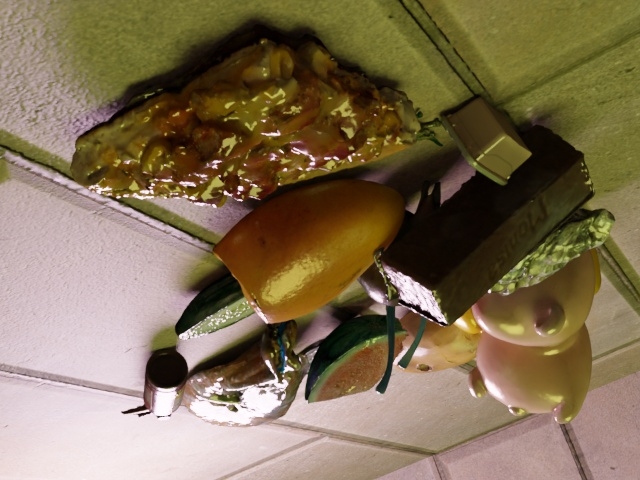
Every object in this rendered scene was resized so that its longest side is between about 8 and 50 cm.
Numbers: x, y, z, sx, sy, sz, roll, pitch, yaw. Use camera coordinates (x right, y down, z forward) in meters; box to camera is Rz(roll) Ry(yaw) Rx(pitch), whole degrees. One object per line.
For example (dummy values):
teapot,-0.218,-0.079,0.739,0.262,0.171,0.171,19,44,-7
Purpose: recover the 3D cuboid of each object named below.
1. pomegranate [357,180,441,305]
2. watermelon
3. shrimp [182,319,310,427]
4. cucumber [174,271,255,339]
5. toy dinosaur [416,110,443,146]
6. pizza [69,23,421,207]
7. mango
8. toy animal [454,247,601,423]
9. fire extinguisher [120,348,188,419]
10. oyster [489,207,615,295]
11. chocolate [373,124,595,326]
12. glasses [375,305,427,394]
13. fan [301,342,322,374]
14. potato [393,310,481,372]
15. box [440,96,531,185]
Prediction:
pomegranate,0.128,0.002,1.530,0.131,0.152,0.191,18,117,-46
watermelon,0.038,0.214,1.916,0.146,0.128,0.231,-12,143,-49
shrimp,-0.135,0.258,1.955,0.221,0.109,0.445,11,147,-16
cucumber,-0.133,0.083,1.592,0.244,0.063,0.115,-30,161,24
toy dinosaur,0.124,-0.140,1.349,0.060,0.029,0.120,-13,168,28
pizza,-0.064,-0.121,1.139,0.409,0.114,0.278,-10,161,-26
mango,0.000,0.000,1.412,0.257,0.138,0.187,-35,131,-1
toy animal,0.327,0.109,1.709,0.278,0.345,0.247,10,169,7
fire extinguisher,-0.303,0.271,1.894,0.106,0.075,0.252,14,152,-5
oyster,0.292,0.002,1.543,0.198,0.112,0.268,-47,-156,-13
chocolate,0.231,-0.014,1.422,0.321,0.112,0.112,-39,132,-12
glasses,0.126,0.132,1.767,0.088,0.220,0.189,26,148,-4
fan,0.000,0.244,2.132,0.294,0.012,0.223,-19,158,0
potato,0.229,0.187,2.020,0.150,0.146,0.234,46,139,-20
box,0.220,-0.132,1.358,0.062,0.089,0.122,-40,152,18
